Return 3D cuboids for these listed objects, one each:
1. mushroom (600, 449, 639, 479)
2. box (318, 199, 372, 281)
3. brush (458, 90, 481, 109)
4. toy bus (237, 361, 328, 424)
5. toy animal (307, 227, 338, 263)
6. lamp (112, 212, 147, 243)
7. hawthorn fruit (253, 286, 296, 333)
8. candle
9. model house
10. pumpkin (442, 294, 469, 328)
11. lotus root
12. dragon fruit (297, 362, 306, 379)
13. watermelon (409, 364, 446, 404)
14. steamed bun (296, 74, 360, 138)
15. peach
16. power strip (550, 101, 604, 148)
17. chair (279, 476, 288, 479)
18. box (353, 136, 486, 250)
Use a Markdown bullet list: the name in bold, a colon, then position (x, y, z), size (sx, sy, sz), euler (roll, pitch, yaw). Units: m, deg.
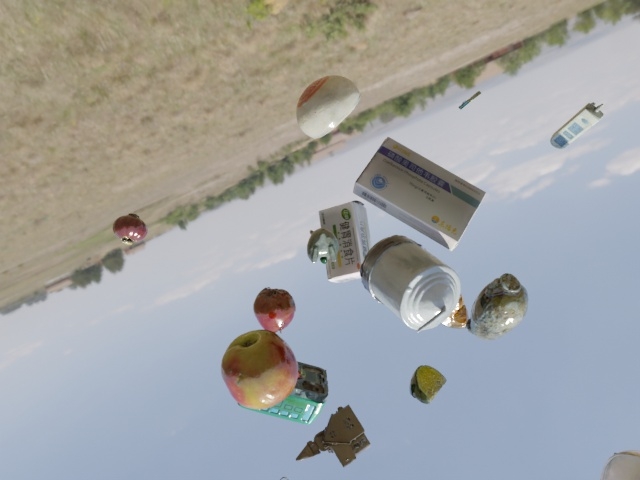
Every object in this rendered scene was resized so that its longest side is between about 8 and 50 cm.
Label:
- **mushroom**: position (0.861, 0.608, 1.569), size (0.173, 0.162, 0.236), euler (-7, 172, -34)
- **box**: position (0.115, 0.005, 2.624), size (0.173, 0.332, 0.145), euler (-14, 165, 26)
- **brush**: position (0.473, -0.446, 1.924), size (0.084, 0.013, 0.016), euler (-38, -133, 5)
- **toy bus**: position (-0.152, 0.557, 2.289), size (0.183, 0.344, 0.199), euler (-93, -157, -64)
- **toy animal**: position (0.009, 0.002, 2.123), size (0.108, 0.138, 0.236), euler (0, -159, 1)
- **lamp**: position (-0.566, -0.035, 1.806), size (0.101, 0.090, 0.101), euler (6, 164, 2)
- **hawthorn fruit**: position (-0.151, 0.243, 2.031), size (0.148, 0.171, 0.148), euler (-4, -157, 2)
- **candle**: position (0.279, 0.132, 1.795), size (0.221, 0.221, 0.342), euler (-27, -147, -16)
- **model house**: position (0.031, 0.707, 2.098), size (0.248, 0.176, 0.181), euler (-30, 163, -11)
- **pumpkin**: position (0.571, 0.289, 2.690), size (0.126, 0.248, 0.131), euler (-11, -146, 22)
- **lotus root**: position (0.623, 0.254, 2.146), size (0.175, 0.175, 0.349), euler (-29, 154, -27)
- **dragon fruit**: position (-0.107, 0.455, 2.097), size (0.116, 0.081, 0.086), euler (23, 150, -40)
- **watermelon**: position (0.318, 0.425, 1.853), size (0.092, 0.075, 0.181), euler (1, -170, 30)
- **steamed bun**: position (0.014, -0.547, 2.417), size (0.283, 0.177, 0.283), euler (-41, -162, 16)
- **peach**: position (-0.181, 0.383, 1.799), size (0.231, 0.230, 0.231), euler (-24, -173, 3)
- **power strip**: position (0.633, -0.282, 1.498), size (0.030, 0.047, 0.191), euler (-49, 177, -26)
- **chair**: position (-0.123, 0.954, 1.957), size (0.325, 0.160, 0.170), euler (-58, -162, -24)
- **box**: position (0.292, -0.142, 1.797), size (0.200, 0.343, 0.065), euler (-56, 171, -22)
